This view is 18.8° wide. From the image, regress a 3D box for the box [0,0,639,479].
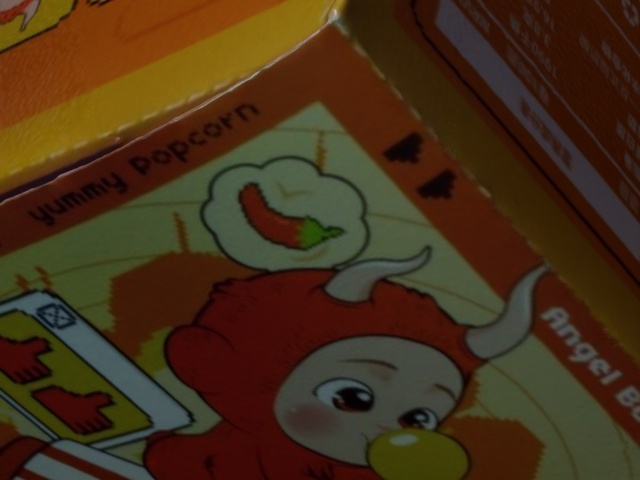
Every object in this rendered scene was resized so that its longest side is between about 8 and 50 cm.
[{"bbox_3d":[0.000,0.000,0.633,0.260,0.283,0.213,-21,39,31],"label":"box"}]
